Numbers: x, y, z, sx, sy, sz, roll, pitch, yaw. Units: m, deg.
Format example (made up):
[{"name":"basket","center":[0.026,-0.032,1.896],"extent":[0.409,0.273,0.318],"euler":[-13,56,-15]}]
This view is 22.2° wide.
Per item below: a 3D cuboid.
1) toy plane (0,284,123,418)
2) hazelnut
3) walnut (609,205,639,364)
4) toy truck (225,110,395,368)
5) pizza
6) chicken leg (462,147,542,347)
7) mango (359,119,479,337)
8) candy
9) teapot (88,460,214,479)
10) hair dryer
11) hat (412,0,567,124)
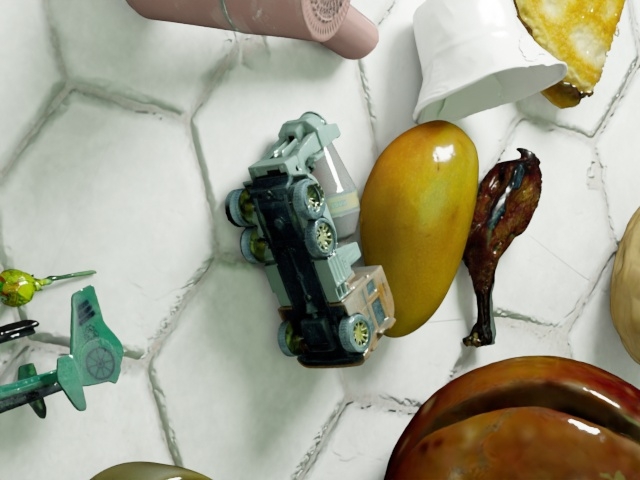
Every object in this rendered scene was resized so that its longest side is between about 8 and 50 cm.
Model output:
[{"name":"toy plane","center":[-0.337,0.160,1.473],"extent":[0.381,0.106,0.155],"euler":[-17,93,-34]},{"name":"hazelnut","center":[0.272,0.328,1.845],"extent":[0.402,0.402,0.429],"euler":[-40,101,-32]},{"name":"walnut","center":[0.521,0.053,2.122],"extent":[0.277,0.252,0.313],"euler":[26,80,-51]},{"name":"toy truck","center":[0.000,0.000,1.755],"extent":[0.140,0.108,0.257],"euler":[-41,116,-47]},{"name":"pizza","center":[0.288,-0.337,2.004],"extent":[0.251,0.074,0.288],"euler":[36,69,-38]},{"name":"chicken leg","center":[0.211,0.005,1.979],"extent":[0.106,0.051,0.253],"euler":[27,78,-45]},{"name":"mango","center":[0.104,-0.014,1.841],"extent":[0.138,0.113,0.253],"euler":[13,92,-45]},{"name":"candy","center":[-0.263,0.038,1.577],"extent":[0.123,0.035,0.035],"euler":[-14,113,-49]},{"name":"teapot","center":[-0.154,0.317,1.593],"extent":[0.267,0.175,0.186],"euler":[-5,94,-41]},{"name":"hair dryer","center":[-0.040,-0.246,1.678],"extent":[0.352,0.210,0.125],"euler":[24,78,-65]},{"name":"hat","center":[0.175,-0.219,1.866],"extent":[0.203,0.203,0.126],"euler":[-11,78,-41]}]
